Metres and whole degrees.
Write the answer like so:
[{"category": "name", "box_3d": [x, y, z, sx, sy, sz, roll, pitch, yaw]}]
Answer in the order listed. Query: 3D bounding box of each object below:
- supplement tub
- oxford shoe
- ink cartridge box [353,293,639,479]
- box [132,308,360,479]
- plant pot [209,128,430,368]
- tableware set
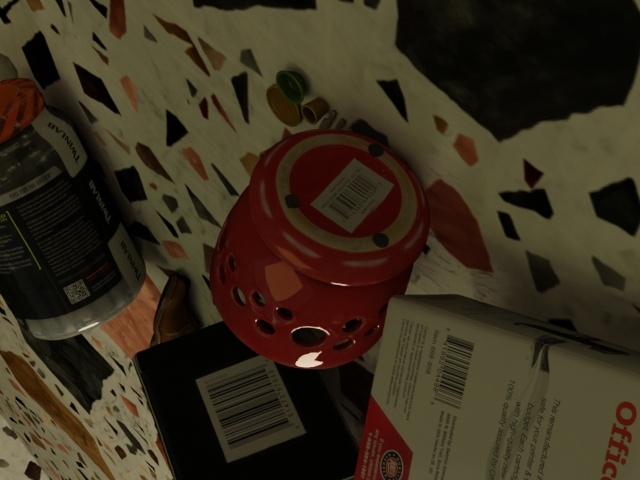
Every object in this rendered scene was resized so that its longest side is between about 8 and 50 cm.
[{"category": "supplement tub", "box_3d": [-0.401, -0.044, 1.544, 0.207, 0.207, 0.338, 18, 138, 46]}, {"category": "oxford shoe", "box_3d": [-0.212, 0.121, 1.640, 0.076, 0.076, 0.212, 16, 145, 0]}, {"category": "ink cartridge box", "box_3d": [0.179, 0.174, 0.947, 0.273, 0.114, 0.197, 17, 100, 40]}, {"category": "box", "box_3d": [-0.068, 0.333, 1.412, 0.293, 0.212, 0.395, -120, 14, -45]}, {"category": "plant pot", "box_3d": [0.000, 0.000, 1.035, 0.191, 0.191, 0.174, 42, 145, 16]}, {"category": "tableware set", "box_3d": [-0.027, -0.107, 1.114, 0.104, 0.024, 0.154, 48, 153, 5]}]
